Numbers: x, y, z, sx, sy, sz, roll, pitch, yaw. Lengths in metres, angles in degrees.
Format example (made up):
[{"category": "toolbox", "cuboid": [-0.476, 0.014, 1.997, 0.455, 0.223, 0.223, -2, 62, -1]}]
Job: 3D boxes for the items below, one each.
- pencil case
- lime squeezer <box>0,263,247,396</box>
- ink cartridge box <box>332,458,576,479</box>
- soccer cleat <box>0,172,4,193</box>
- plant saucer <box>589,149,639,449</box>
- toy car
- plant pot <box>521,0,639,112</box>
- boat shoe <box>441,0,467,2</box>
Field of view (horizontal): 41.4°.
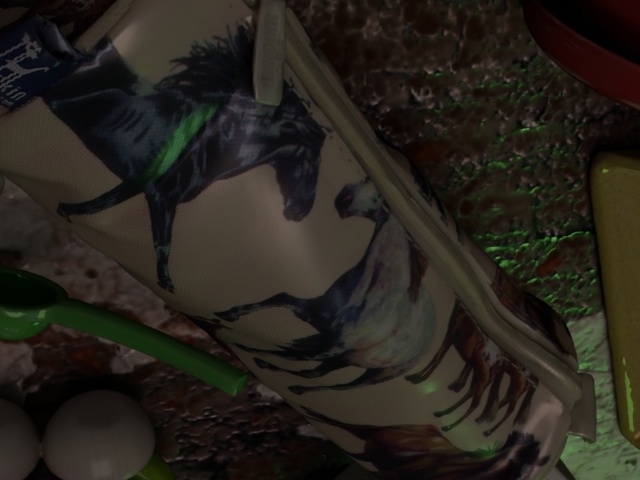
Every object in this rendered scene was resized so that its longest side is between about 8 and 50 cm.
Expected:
[{"category": "pencil case", "cuboid": [0.000, 0.000, 0.465, 0.410, 0.183, 0.160, 46, 58, -33]}, {"category": "lime squeezer", "cuboid": [-0.194, 0.060, 0.484, 0.310, 0.110, 0.059, -14, 167, 20]}, {"category": "ink cartridge box", "cuboid": [0.069, 0.212, 0.632, 0.231, 0.134, 0.078, -43, 106, 7]}, {"category": "soccer cleat", "cuboid": [-0.220, -0.026, 0.472, 0.083, 0.035, 0.029, -8, 125, -11]}, {"category": "plant saucer", "cuboid": [0.365, 0.084, 0.580, 0.081, 0.333, 0.333, -42, 131, -25]}, {"category": "toy car", "cuboid": [-0.186, 0.195, 0.568, 0.182, 0.136, 0.159, -1, 123, -16]}, {"category": "plant pot", "cuboid": [0.207, -0.154, 0.415, 0.191, 0.191, 0.174, 4, 125, -18]}, {"category": "boat shoe", "cuboid": [0.078, -0.260, 0.354, 0.103, 0.118, 0.320, 6, 128, -24]}]
